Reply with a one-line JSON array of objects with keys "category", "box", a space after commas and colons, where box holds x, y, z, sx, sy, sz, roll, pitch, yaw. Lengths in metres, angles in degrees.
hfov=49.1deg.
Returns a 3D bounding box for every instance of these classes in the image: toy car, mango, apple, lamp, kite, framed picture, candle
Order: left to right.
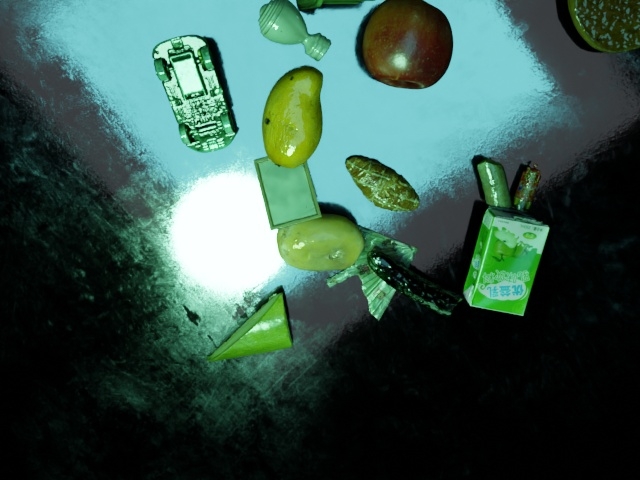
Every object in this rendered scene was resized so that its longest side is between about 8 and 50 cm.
[{"category": "toy car", "box": [-0.307, -0.370, 1.734, 0.136, 0.125, 0.306, -14, 128, 3]}, {"category": "framed picture", "box": [-0.086, -0.134, 1.811, 0.136, 0.010, 0.201, -15, 73, 1]}, {"category": "mango", "box": [-0.066, -0.311, 1.771, 0.157, 0.109, 0.262, 16, 99, 3]}, {"category": "lamp", "box": [-0.064, -0.517, 1.720, 0.193, 0.106, 0.106, 28, 102, -18]}, {"category": "kite", "box": [0.144, 0.072, 1.933, 0.267, 0.013, 0.323, -19, 105, 2]}, {"category": "apple", "box": [0.209, -0.470, 1.684, 0.218, 0.218, 0.201, 16, 97, -7]}, {"category": "candle", "box": [0.555, -0.144, 1.873, 0.052, 0.052, 0.131, 16, 105, -7]}]

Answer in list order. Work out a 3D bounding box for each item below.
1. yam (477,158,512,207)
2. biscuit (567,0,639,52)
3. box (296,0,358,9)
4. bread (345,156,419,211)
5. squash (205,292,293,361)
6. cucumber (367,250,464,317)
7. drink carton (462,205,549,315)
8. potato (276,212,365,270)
[{"category": "yam", "box": [0.464, -0.151, 1.860, 0.069, 0.070, 0.146, -17, 105, 2]}, {"category": "biscuit", "box": [0.813, -0.630, 1.742, 0.394, 0.070, 0.350, -22, 107, 4]}, {"category": "box", "box": [0.046, -0.699, 1.601, 0.177, 0.253, 0.329, -1, 107, -12]}, {"category": "bread", "box": [0.164, -0.141, 1.845, 0.233, 0.076, 0.105, 33, 100, -9]}, {"category": "squash", "box": [-0.212, 0.251, 1.924, 0.252, 0.093, 0.169, -10, 107, 0]}, {"category": "cucumber", "box": [0.249, 0.118, 1.913, 0.303, 0.072, 0.081, 28, 104, -13]}, {"category": "drink carton", "box": [0.503, 0.054, 1.897, 0.161, 0.108, 0.271, 11, 106, -3]}, {"category": "potato", "box": [0.000, 0.000, 1.841, 0.233, 0.150, 0.146, 1, 66, -8]}]
